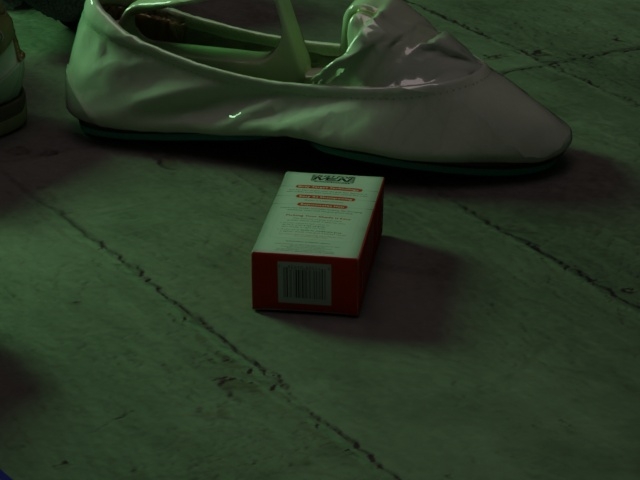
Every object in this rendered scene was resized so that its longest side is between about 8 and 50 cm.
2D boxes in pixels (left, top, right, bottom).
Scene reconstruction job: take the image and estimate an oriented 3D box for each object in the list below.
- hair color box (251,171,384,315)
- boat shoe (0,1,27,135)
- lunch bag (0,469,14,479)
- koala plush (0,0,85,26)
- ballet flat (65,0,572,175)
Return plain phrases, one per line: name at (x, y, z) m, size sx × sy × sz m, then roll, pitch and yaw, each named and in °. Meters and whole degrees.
hair color box at (0.000, 0.000, 1.313) m, size 0.072 × 0.043 × 0.141 m, roll 4°, pitch 24°, yaw 8°
boat shoe at (-0.338, -0.105, 1.478) m, size 0.113 × 0.103 × 0.302 m, roll 13°, pitch 26°, yaw 28°
lunch bag at (-0.235, 0.128, 0.953) m, size 0.151 × 0.096 × 0.129 m, roll 19°, pitch 25°, yaw 7°
koala plush at (-0.237, -0.278, 1.813) m, size 0.196 × 0.203 × 0.221 m, roll -2°, pitch 35°, yaw -5°
ballet flat at (-0.008, -0.131, 1.514) m, size 0.400 × 0.139 × 0.139 m, roll 6°, pitch 24°, yaw 13°
